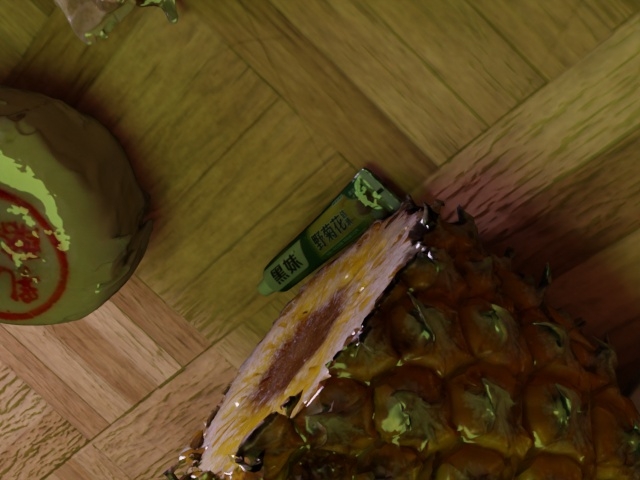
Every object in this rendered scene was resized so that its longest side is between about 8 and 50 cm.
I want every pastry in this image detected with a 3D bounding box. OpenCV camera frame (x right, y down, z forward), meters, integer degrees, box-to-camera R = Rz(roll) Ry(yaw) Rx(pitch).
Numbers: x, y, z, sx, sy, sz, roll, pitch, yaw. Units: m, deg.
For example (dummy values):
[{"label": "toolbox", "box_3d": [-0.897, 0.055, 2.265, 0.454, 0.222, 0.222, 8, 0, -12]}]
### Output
[{"label": "pastry", "box_3d": [-0.294, -0.032, 1.143, 0.264, 0.133, 0.265, 8, 123, 12]}]

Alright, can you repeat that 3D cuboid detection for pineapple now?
[{"label": "pineapple", "box_3d": [0.078, 0.166, 0.941, 0.300, 0.352, 0.352, 46, 137, -4]}]

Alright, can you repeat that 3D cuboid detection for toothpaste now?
[{"label": "toothpaste", "box_3d": [0.000, 0.000, 1.073, 0.049, 0.031, 0.204, 43, 135, -7]}]

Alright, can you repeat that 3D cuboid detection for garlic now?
[{"label": "garlic", "box_3d": [-0.159, -0.232, 0.941, 0.174, 0.099, 0.124, -33, 85, 42]}]

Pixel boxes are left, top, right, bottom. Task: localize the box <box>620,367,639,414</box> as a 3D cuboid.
[{"label": "box", "box_3d": [0.294, 0.164, 1.010, 0.100, 0.048, 0.152, 31, 140, 10]}]
